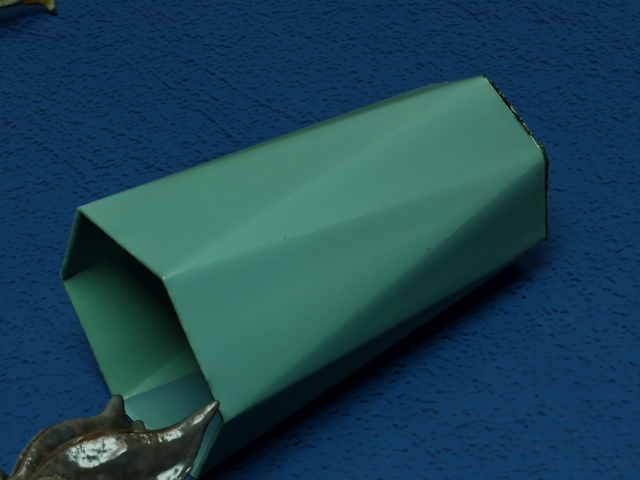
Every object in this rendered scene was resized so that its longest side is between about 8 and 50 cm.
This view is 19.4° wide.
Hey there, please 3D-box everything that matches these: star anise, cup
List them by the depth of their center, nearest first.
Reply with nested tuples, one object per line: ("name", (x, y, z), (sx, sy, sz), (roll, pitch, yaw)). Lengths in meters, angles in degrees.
("star anise", (-0.128, 0.135, 0.850), (0.180, 0.061, 0.204), (-26, 16, 22))
("cup", (0.000, 0.000, 0.969), (0.235, 0.148, 0.134), (-30, 76, -25))

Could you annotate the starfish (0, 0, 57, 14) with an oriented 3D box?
("starfish", (-0.287, -0.159, 1.281), (0.138, 0.050, 0.247), (30, 55, 35))
